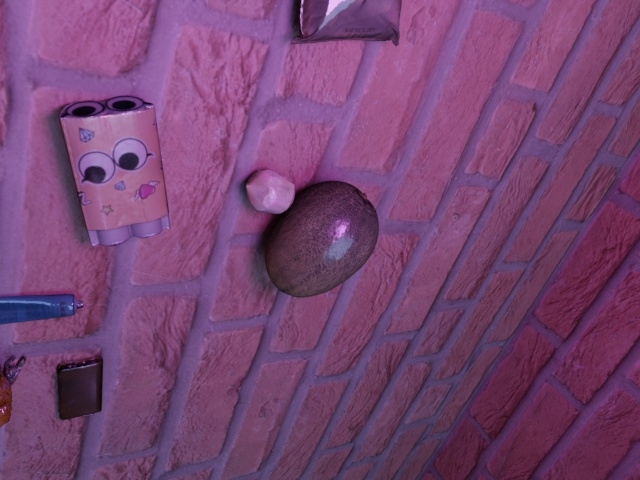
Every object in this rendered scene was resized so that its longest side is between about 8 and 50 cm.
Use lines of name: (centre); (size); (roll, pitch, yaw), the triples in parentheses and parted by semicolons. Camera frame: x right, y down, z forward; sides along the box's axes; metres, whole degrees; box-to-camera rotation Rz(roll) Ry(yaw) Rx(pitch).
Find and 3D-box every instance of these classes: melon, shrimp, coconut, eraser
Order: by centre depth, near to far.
eraser: (-0.405, -0.134, 1.078); (0.171, 0.087, 0.290); (-14, 131, -23)
shrimp: (-0.729, 0.305, 1.264); (0.038, 0.029, 0.092); (25, 103, -36)
coconut: (-0.128, -0.120, 1.277); (0.124, 0.110, 0.110); (18, 113, -45)
melon: (0.000, 0.000, 1.352); (0.249, 0.248, 0.329); (26, 111, -44)

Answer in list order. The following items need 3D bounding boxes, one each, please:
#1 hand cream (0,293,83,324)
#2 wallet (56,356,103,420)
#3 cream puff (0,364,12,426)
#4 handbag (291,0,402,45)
hand cream: (-0.648, 0.153, 1.188); (0.224, 0.048, 0.083); (-2, 125, -26)
wallet: (-0.627, 0.389, 1.398); (0.110, 0.031, 0.198); (-6, 128, -30)
cream puff: (-0.755, 0.309, 1.155); (0.183, 0.183, 0.168); (6, 101, -38)
handbag: (0.065, -0.491, 1.094); (0.271, 0.117, 0.182); (-11, 122, -26)
